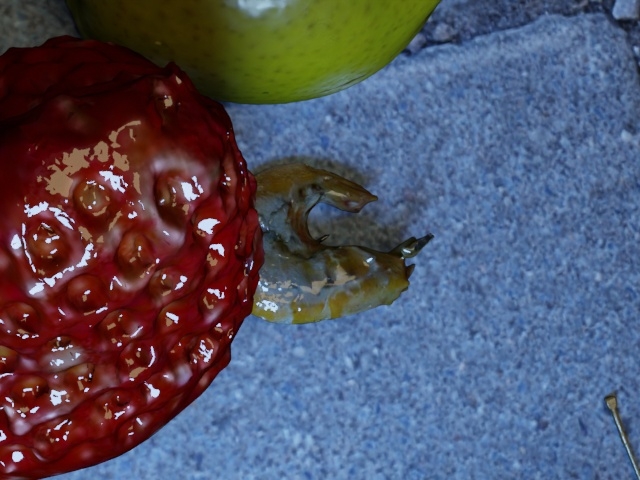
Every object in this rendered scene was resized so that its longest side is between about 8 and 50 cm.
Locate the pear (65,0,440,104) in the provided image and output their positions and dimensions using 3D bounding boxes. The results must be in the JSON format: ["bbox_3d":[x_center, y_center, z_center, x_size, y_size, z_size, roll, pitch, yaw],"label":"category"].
[{"bbox_3d":[-0.015,-0.271,1.072,0.386,0.191,0.340,-29,105,-13],"label":"pear"}]

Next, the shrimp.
[{"bbox_3d":[0.002,0.000,1.157,0.187,0.052,0.132,0,84,-22],"label":"shrimp"}]

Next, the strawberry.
[{"bbox_3d":[-0.162,0.008,0.921,0.317,0.345,0.295,-1,83,-25],"label":"strawberry"}]

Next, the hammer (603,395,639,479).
[{"bbox_3d":[0.278,0.196,1.285,0.029,0.014,0.123,-22,91,-34],"label":"hammer"}]
